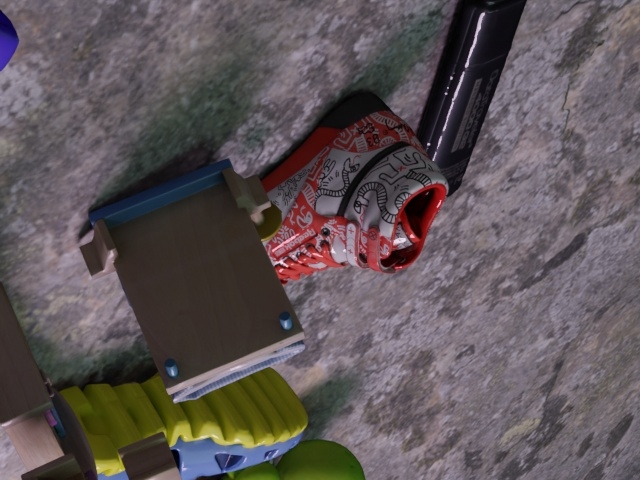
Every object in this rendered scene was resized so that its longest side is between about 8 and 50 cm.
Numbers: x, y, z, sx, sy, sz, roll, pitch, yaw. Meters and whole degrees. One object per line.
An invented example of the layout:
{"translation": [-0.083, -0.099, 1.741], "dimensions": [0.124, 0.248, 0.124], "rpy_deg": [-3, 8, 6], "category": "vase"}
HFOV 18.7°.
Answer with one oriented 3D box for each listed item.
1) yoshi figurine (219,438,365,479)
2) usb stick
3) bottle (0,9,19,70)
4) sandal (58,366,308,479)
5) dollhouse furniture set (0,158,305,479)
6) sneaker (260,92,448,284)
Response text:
{"translation": [-0.028, 0.350, 2.251], "dimensions": [0.203, 0.203, 0.362], "rpy_deg": [-43, 152, -30], "category": "yoshi figurine"}
{"translation": [0.141, -0.145, 1.917], "dimensions": [0.077, 0.045, 0.278], "rpy_deg": [-27, 148, -36], "category": "usb stick"}
{"translation": [-0.346, -0.078, 1.389], "dimensions": [0.283, 0.092, 0.118], "rpy_deg": [-45, 151, 6], "category": "bottle"}
{"translation": [-0.158, 0.201, 1.966], "dimensions": [0.317, 0.126, 0.138], "rpy_deg": [-5, 139, -34], "category": "sandal"}
{"translation": [-0.127, 0.130, 1.725], "dimensions": [0.303, 0.286, 0.198], "rpy_deg": [-24, 148, -7], "category": "dollhouse furniture set"}
{"translation": [0.000, -0.001, 1.841], "dimensions": [0.270, 0.145, 0.090], "rpy_deg": [-46, 150, 8], "category": "sneaker"}
